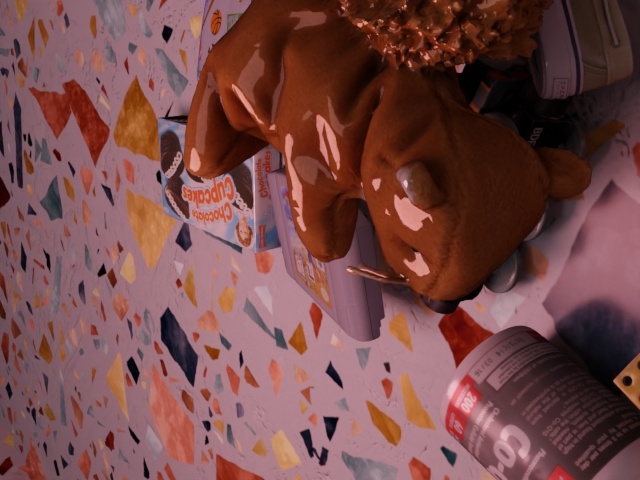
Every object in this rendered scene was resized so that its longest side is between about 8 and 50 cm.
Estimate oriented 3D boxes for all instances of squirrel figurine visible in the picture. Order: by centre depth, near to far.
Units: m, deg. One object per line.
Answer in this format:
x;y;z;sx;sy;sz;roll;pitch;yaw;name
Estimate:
0.076;-0.149;0.835;0.370;0.280;0.397;53;134;52;squirrel figurine

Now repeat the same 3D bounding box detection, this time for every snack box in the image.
-0.183;-0.108;1.597;0.322;0.060;0.187;20;117;49;snack box

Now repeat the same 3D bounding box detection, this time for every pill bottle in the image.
0.280;0.236;0.994;0.283;0.161;0.161;42;132;39;pill bottle

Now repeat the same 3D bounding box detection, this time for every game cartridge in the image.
0.000;0.000;1.310;0.297;0.062;0.198;40;148;60;game cartridge

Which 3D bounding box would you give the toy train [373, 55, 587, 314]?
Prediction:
0.177;-0.072;1.070;0.190;0.142;0.334;58;140;39;toy train

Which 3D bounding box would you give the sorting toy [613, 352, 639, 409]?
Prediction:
0.399;0.115;0.836;0.274;0.046;0.132;-31;62;34;sorting toy

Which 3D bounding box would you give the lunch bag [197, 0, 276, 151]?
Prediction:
-0.085;-0.273;1.337;0.303;0.114;0.243;44;128;52;lunch bag

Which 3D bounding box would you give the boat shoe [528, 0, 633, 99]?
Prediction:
0.249;-0.287;0.937;0.109;0.094;0.303;76;-173;-76;boat shoe
